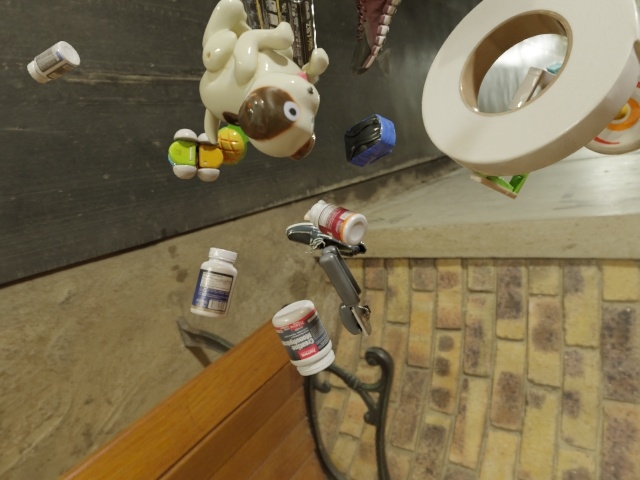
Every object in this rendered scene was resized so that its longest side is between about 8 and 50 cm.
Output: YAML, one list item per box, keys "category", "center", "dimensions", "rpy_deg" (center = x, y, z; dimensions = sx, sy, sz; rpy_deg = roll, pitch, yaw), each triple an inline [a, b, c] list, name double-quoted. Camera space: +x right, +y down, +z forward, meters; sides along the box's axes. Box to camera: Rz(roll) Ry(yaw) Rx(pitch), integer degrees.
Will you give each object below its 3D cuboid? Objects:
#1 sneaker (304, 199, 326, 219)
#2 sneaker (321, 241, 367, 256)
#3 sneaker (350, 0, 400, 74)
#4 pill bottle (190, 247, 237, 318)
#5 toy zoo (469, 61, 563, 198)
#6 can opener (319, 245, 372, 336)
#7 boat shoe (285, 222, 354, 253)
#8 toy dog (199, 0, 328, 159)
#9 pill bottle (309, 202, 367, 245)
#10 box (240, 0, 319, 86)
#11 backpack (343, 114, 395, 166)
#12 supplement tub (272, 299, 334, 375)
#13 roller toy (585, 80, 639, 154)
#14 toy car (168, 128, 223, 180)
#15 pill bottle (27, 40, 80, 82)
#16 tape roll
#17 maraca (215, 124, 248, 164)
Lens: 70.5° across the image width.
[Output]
- category: "sneaker"
  center: [0.052, -0.035, 2.147]
  dimensions: [0.321, 0.127, 0.126]
  rpy_deg: [51, 13, -15]
- category: "sneaker"
  center: [0.101, 0.027, 1.887]
  dimensions: [0.232, 0.090, 0.081]
  rpy_deg: [-8, 131, -45]
- category: "sneaker"
  center: [0.092, -0.557, 1.082]
  dimensions: [0.163, 0.106, 0.281]
  rpy_deg: [15, 113, -22]
- category: "pill bottle"
  center: [-0.266, 0.108, 1.157]
  dimensions: [0.094, 0.094, 0.169]
  rpy_deg: [21, 78, -50]
- category: "toy zoo"
  center: [0.451, -0.243, 0.988]
  dimensions: [0.192, 0.030, 0.293]
  rpy_deg: [11, 111, -46]
- category: "can opener"
  center: [0.059, 0.148, 1.215]
  dimensions: [0.283, 0.095, 0.076]
  rpy_deg: [60, 23, -23]
- category: "boat shoe"
  center: [0.000, 0.000, 1.637]
  dimensions: [0.255, 0.095, 0.079]
  rpy_deg: [9, 55, -10]
- category: "toy dog"
  center: [-0.163, -0.385, 1.189]
  dimensions: [0.395, 0.408, 0.285]
  rpy_deg: [-46, 142, 8]
- category: "pill bottle"
  center: [0.043, -0.048, 1.200]
  dimensions: [0.086, 0.152, 0.086]
  rpy_deg: [-22, 123, -37]
- category: "box"
  center: [-0.171, -0.829, 1.835]
  dimensions: [0.097, 0.318, 0.394]
  rpy_deg: [-55, 157, -26]
- category: "backpack"
  center: [0.128, -0.248, 1.110]
  dimensions: [0.101, 0.120, 0.097]
  rpy_deg: [6, 66, -39]
- category: "supplement tub"
  center: [-0.069, 0.409, 1.922]
  dimensions: [0.191, 0.191, 0.272]
  rpy_deg: [-33, 101, -48]
- category: "roller toy"
  center: [0.696, -0.292, 1.056]
  dimensions: [0.209, 0.191, 0.146]
  rpy_deg: [47, 30, 18]
- category: "toy car"
  center: [-0.431, -0.282, 1.535]
  dimensions: [0.182, 0.136, 0.159]
  rpy_deg: [2, 87, -37]
- category: "pill bottle"
  center: [-0.819, -0.543, 1.390]
  dimensions: [0.078, 0.137, 0.078]
  rpy_deg: [60, 16, -30]
- category: "tape roll"
  center: [0.369, -0.309, 0.839]
  dimensions: [0.072, 0.392, 0.391]
  rpy_deg: [22, 72, -39]
- category: "maraca"
  center: [-0.315, -0.350, 1.617]
  dimensions: [0.127, 0.185, 0.099]
  rpy_deg: [40, 31, -7]
